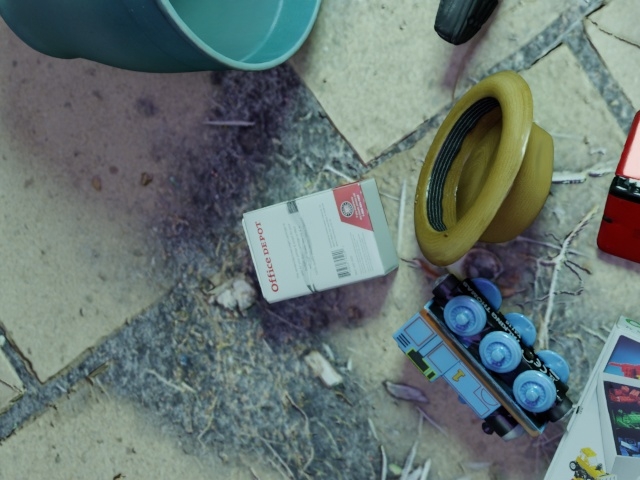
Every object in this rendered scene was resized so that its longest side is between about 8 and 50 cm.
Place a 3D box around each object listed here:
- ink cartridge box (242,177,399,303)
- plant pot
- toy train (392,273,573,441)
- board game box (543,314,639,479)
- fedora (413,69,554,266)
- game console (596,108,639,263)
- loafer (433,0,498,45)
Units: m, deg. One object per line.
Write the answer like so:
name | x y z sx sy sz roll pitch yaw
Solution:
ink cartridge box | 0.000 0.000 1.164 0.135 0.056 0.099 -14 94 22
plant pot | -0.177 -0.282 1.082 0.255 0.272 0.271 -3 99 35
toy train | 0.163 0.119 1.115 0.184 0.080 0.105 48 121 5
board game box | 0.384 0.221 1.058 0.305 0.053 0.193 25 107 15
fedora | 0.162 -0.059 1.060 0.079 0.194 0.194 19 110 -22
game console | 0.345 -0.037 1.048 0.144 0.085 0.124 18 137 18
loafer | 0.148 -0.293 1.047 0.078 0.076 0.223 24 103 21
